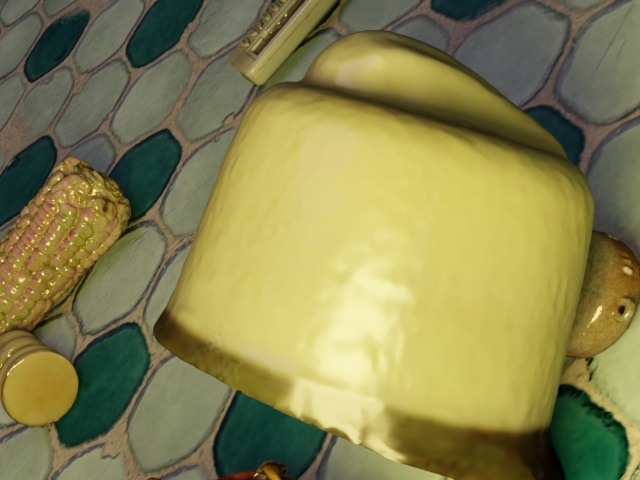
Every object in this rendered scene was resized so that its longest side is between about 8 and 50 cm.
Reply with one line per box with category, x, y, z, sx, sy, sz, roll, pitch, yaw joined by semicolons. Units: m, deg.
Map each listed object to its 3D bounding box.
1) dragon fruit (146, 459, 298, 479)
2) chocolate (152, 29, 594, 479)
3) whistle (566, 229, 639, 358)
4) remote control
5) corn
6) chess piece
dragon fruit;-0.080;0.301;1.089;0.250;0.315;0.250;178;90;-79
chocolate;0.071;0.010;1.096;0.314;0.326;0.297;28;92;59
whistle;0.199;0.038;1.206;0.220;0.057;0.107;23;89;62
remote control;-0.023;-0.296;1.823;0.230;0.049;0.090;-48;33;2
corn;-0.380;0.042;1.862;0.335;0.127;0.126;-49;32;9
chess piece;-0.364;0.158;1.744;0.094;0.094;0.170;-54;29;-6
